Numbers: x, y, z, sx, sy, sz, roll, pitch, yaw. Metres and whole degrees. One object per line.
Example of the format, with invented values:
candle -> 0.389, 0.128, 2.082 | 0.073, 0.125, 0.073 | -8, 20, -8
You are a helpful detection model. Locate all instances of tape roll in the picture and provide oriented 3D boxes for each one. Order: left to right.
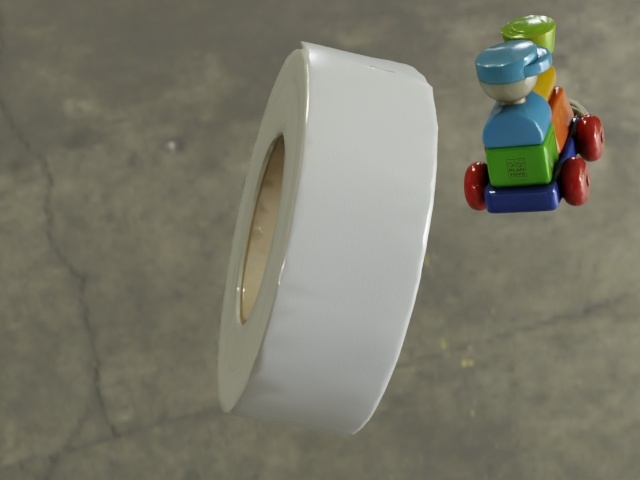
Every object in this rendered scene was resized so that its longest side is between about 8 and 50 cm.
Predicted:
tape roll -> 0.000, 0.000, 1.216 | 0.100, 0.286, 0.286 | 12, 36, -10

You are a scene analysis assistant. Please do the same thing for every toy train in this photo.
toy train -> 0.191, -0.135, 1.416 | 0.105, 0.143, 0.248 | -2, 28, 20
